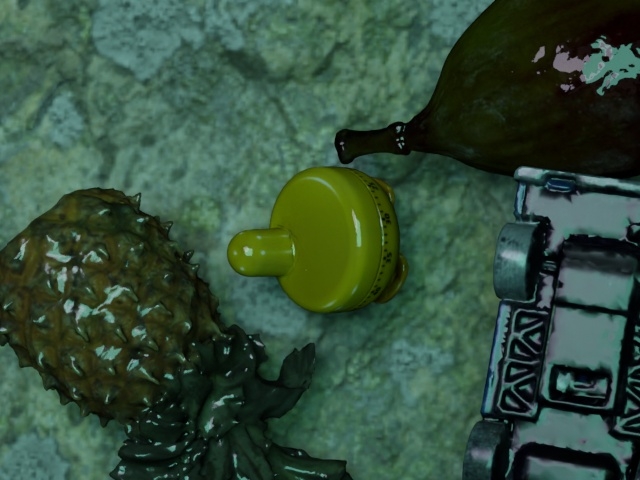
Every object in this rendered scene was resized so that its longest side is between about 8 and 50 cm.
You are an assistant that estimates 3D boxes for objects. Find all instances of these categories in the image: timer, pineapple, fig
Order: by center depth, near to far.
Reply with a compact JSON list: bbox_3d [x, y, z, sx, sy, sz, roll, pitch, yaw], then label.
[{"bbox_3d":[0.138,-0.104,1.269,0.274,0.145,0.170,-17,38,11],"label":"fig"},{"bbox_3d":[-0.089,0.101,1.286,0.170,0.141,0.310,-41,85,-25],"label":"pineapple"},{"bbox_3d":[0.000,0.000,1.294,0.107,0.109,0.107,3,94,49],"label":"timer"}]

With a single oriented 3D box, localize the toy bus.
[{"bbox_3d":[0.181,0.108,1.218,0.138,0.175,0.287,8,83,17],"label":"toy bus"}]
